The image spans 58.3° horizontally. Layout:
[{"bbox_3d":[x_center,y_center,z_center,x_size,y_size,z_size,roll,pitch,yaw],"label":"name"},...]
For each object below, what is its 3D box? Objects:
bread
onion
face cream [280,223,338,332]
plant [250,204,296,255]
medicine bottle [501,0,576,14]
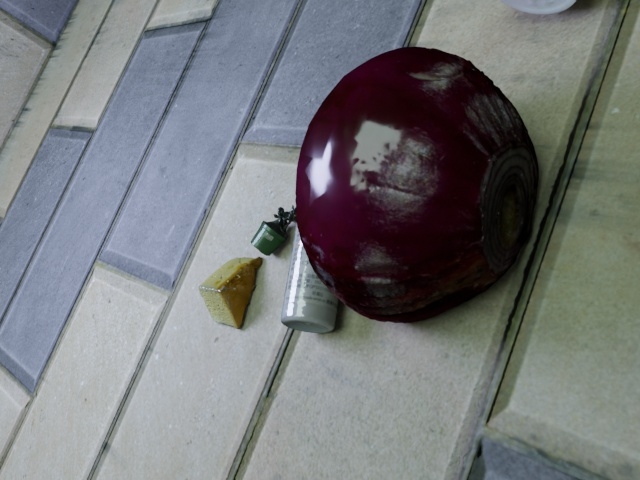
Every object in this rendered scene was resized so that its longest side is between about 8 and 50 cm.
[{"bbox_3d":[-0.147,0.083,0.989,0.084,0.080,0.109,2,35,41],"label":"bread"},{"bbox_3d":[0.101,-0.071,0.697,0.282,0.260,0.336,30,88,40],"label":"onion"},{"bbox_3d":[0.000,0.000,0.862,0.082,0.082,0.268,-8,62,38],"label":"face cream"},{"bbox_3d":[-0.070,-0.024,0.955,0.102,0.051,0.051,-49,46,3],"label":"plant"},{"bbox_3d":[0.333,-0.465,0.754,0.170,0.170,0.292,23,83,45],"label":"medicine bottle"}]
